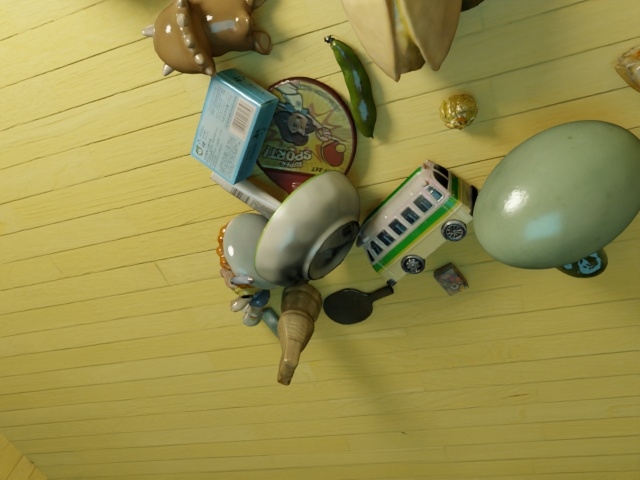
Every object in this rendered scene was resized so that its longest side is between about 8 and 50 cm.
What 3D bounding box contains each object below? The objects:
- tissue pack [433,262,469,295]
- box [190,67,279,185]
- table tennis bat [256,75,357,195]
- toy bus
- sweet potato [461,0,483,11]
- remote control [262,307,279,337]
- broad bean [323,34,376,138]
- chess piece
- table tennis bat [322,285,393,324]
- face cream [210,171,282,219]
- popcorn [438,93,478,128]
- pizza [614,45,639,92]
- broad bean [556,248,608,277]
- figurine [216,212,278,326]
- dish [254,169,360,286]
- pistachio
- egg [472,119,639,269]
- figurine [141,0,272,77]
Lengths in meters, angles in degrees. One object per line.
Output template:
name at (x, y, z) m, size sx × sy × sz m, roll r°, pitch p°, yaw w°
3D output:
tissue pack at (0.359, 0.107, 1.511) m, size 0.063 × 0.035 × 0.083 m, roll -30°, pitch 114°, yaw 29°
box at (-0.207, -0.266, 1.299) m, size 0.142 × 0.083 × 0.232 m, roll 35°, pitch 129°, yaw 11°
table tennis bat at (-0.048, -0.201, 1.363) m, size 0.268 × 0.051 × 0.415 m, roll 10°, pitch 125°, yaw 8°
toy bus at (0.226, -0.042, 1.362) m, size 0.179 × 0.143 × 0.305 m, roll 36°, pitch 125°, yaw -12°
sweet potato at (0.388, -0.556, 0.997) m, size 0.346 × 0.079 × 0.108 m, roll -25°, pitch 146°, yaw 25°
remote control at (-0.147, 0.263, 1.741) m, size 0.053 × 0.018 × 0.124 m, roll -22°, pitch 118°, yaw 27°
broad bean at (0.082, -0.343, 1.230) m, size 0.065 × 0.046 × 0.255 m, roll -18°, pitch 119°, yaw 12°
chess piece at (-0.072, 0.262, 1.550) m, size 0.137 × 0.301 × 0.137 m, roll 4°, pitch 127°, yaw 5°
table tennis bat at (0.114, 0.186, 1.632) m, size 0.234 × 0.022 × 0.131 m, roll -25°, pitch 116°, yaw 29°
face cream at (-0.173, -0.115, 1.419) m, size 0.243 × 0.058 × 0.092 m, roll 36°, pitch 147°, yaw -5°
popcorn at (0.305, -0.277, 1.212) m, size 0.084 × 0.084 × 0.084 m, roll 6°, pitch 127°, yaw 8°
pizza at (0.739, -0.387, 1.047) m, size 0.189 × 0.071 × 0.297 m, roll 37°, pitch 124°, yaw -15°
broad bean at (0.623, 0.002, 1.367) m, size 0.153 × 0.072 × 0.207 m, roll -35°, pitch 101°, yaw 28°
figurine at (-0.186, 0.083, 1.554) m, size 0.205 × 0.225 × 0.382 m, roll -5°, pitch 153°, yaw -11°
dish at (0.000, 0.000, 1.317) m, size 0.124 × 0.324 × 0.324 m, roll 39°, pitch 131°, yaw 23°
pistachio at (0.149, -0.458, 1.014) m, size 0.229 × 0.238 × 0.321 m, roll -6°, pitch 133°, yaw 22°
egg at (0.505, -0.094, 1.163) m, size 0.388 × 0.276 × 0.276 m, roll -32°, pitch 118°, yaw -3°
figurine at (-0.240, -0.433, 1.151) m, size 0.247 × 0.173 × 0.177 m, roll 6°, pitch 126°, yaw 8°
